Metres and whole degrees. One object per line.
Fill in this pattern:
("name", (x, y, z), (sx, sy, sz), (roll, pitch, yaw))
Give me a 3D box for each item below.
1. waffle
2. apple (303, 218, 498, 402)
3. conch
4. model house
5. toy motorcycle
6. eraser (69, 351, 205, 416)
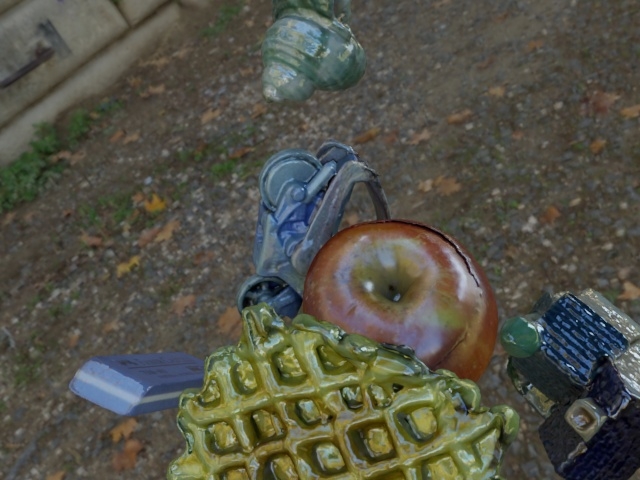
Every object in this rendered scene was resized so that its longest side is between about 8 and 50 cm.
("waffle", (0.008, 0.216, 0.656), (0.317, 0.298, 0.073), (23, 10, 18))
("apple", (0.108, 0.101, 1.011), (0.271, 0.206, 0.252), (20, 64, 22))
("conch", (-0.005, -0.321, 1.104), (0.277, 0.195, 0.220), (-56, 2, 0))
("model house", (0.431, 0.244, 1.231), (0.298, 0.284, 0.243), (43, 112, 27))
("toy motorcycle", (0.002, 0.010, 1.188), (0.240, 0.319, 0.182), (16, 23, 7))
("eraser", (-0.183, 0.159, 0.835), (0.081, 0.225, 0.036), (20, 90, 20))
